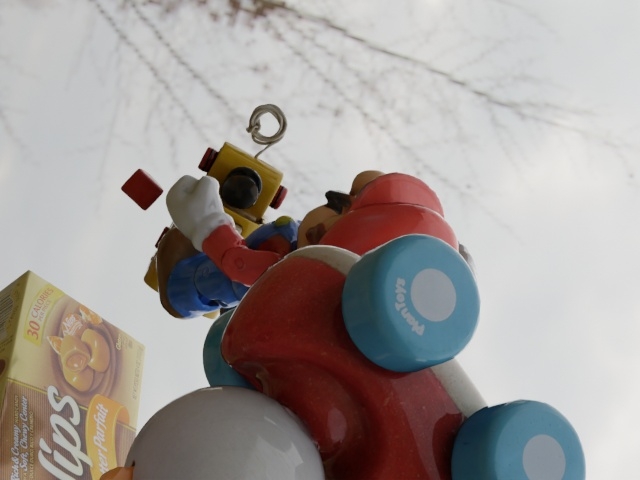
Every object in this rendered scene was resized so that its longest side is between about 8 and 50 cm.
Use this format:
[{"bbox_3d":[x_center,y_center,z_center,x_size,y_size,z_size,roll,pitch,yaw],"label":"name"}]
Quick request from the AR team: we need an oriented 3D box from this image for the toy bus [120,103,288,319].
[{"bbox_3d":[-0.103,-0.018,1.605,0.104,0.191,0.202,-97,170,-77],"label":"toy bus"}]

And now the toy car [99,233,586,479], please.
[{"bbox_3d":[-0.021,0.141,0.869,0.238,0.210,0.219,-38,-172,-31],"label":"toy car"}]

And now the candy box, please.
[{"bbox_3d":[-0.295,0.206,1.670,0.087,0.183,0.316,-34,-145,30],"label":"candy box"}]

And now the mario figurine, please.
[{"bbox_3d":[0.000,0.000,1.264,0.320,0.198,0.170,-8,-79,54],"label":"mario figurine"}]
